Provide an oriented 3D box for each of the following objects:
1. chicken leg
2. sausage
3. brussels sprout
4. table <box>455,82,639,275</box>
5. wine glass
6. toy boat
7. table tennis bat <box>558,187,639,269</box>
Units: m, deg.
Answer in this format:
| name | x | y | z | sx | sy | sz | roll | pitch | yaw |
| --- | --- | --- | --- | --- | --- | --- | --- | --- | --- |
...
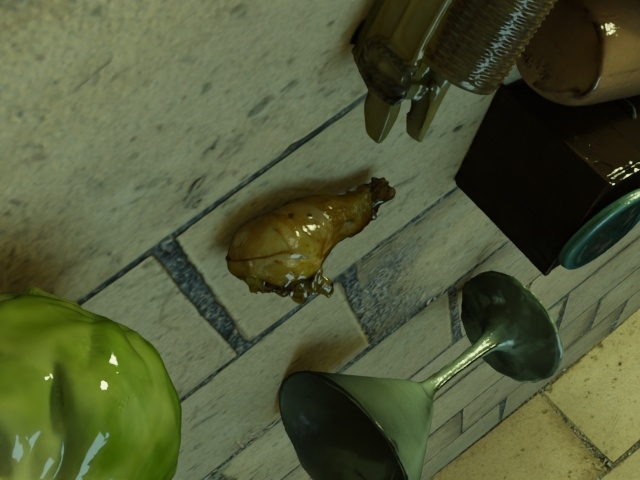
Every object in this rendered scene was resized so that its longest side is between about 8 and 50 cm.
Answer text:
| name | x | y | z | sx | sy | sz | roll | pitch | yaw |
| --- | --- | --- | --- | --- | --- | --- | --- | --- | --- |
| chicken leg | 0.000 | -0.003 | 0.859 | 0.207 | 0.085 | 0.101 | -30 | 112 | -38 |
| sausage | 0.309 | -0.209 | 0.903 | 0.253 | 0.123 | 0.123 | -17 | 147 | -42 |
| brussels sprout | -0.249 | 0.178 | 0.609 | 0.317 | 0.242 | 0.273 | -16 | 140 | -37 |
| table | 0.306 | -0.102 | 1.027 | 0.193 | 0.169 | 0.172 | -24 | 152 | -30 |
| wine glass | 0.168 | 0.224 | 1.309 | 0.406 | 0.267 | 0.267 | -28 | 154 | -35 |
| toy boat | 0.128 | -0.203 | 0.657 | 0.089 | 0.115 | 0.310 | -7 | 140 | -49 |
| table tennis bat | 0.351 | -0.032 | 0.969 | 0.201 | 0.033 | 0.124 | -31 | 157 | -10 |
